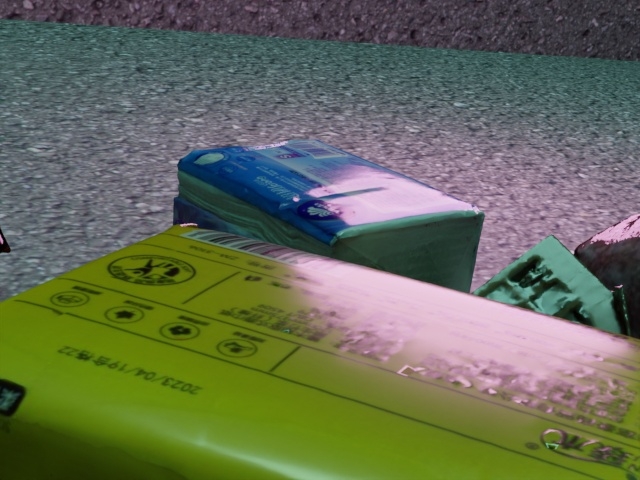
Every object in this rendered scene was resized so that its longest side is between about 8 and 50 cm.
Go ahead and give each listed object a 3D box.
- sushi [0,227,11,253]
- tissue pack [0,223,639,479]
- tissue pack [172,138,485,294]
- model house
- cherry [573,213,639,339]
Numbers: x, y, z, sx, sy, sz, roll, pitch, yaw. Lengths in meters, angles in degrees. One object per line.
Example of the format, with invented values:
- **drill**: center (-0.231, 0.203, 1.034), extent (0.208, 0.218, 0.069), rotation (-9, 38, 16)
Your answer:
- **sushi**: center (-0.398, 0.015, 1.094), extent (0.226, 0.103, 0.097), rotation (-11, 52, -50)
- **tissue pack**: center (0.020, 0.152, 0.624), extent (0.381, 0.228, 0.293), rotation (14, 18, 22)
- **tissue pack**: center (0.000, 0.000, 1.210), extent (0.198, 0.146, 0.263), rotation (-9, 25, -38)
- **model house**: center (0.194, 0.154, 0.878), extent (0.176, 0.181, 0.248), rotation (-37, 64, -9)
- **cherry**: center (0.384, 0.047, 1.139), extent (0.300, 0.203, 0.230), rotation (5, 21, 24)
